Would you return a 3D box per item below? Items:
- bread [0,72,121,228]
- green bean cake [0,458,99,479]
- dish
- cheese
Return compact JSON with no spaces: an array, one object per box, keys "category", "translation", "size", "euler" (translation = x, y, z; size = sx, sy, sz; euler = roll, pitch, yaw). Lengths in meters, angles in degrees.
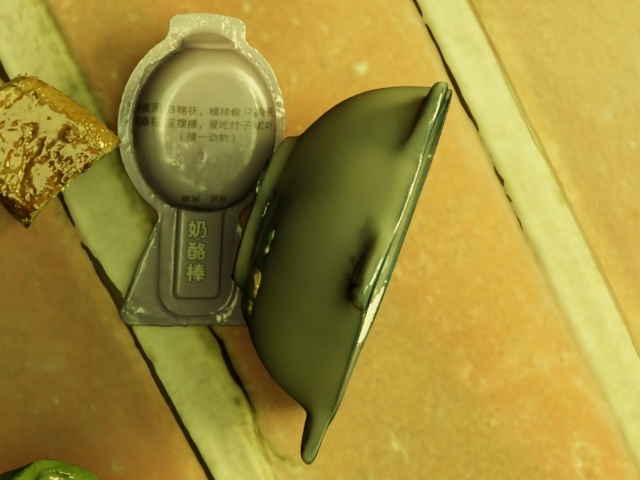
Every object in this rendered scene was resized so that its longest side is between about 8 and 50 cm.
[{"category":"bread","translation":[-0.166,-0.056,0.956],"size":[0.076,0.083,0.070],"euler":[-44,99,-8]},{"category":"green bean cake","translation":[-0.125,0.265,0.918],"size":[0.248,0.125,0.222],"euler":[35,57,-25]},{"category":"dish","translation":[0.000,0.000,0.947],"size":[0.086,0.228,0.236],"euler":[19,110,4]},{"category":"cheese","translation":[-0.073,-0.041,1.002],"size":[0.105,0.042,0.191],"euler":[2,97,-20]}]
